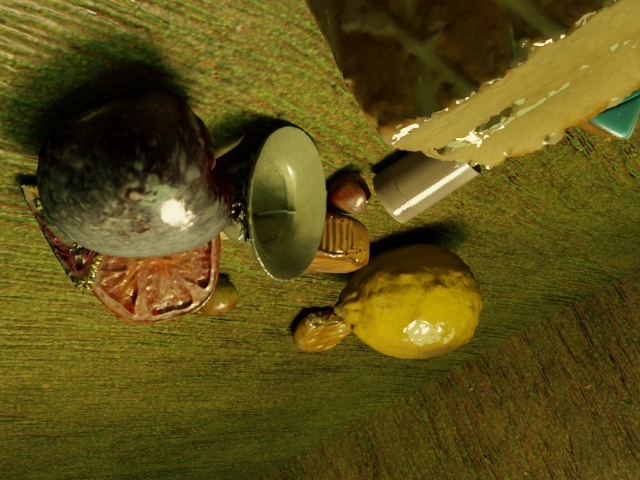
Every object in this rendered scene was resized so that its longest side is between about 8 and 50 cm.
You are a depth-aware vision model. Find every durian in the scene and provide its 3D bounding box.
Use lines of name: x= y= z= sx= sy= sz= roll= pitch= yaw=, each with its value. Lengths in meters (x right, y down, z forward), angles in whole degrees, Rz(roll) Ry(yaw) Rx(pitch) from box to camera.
durian: x=-0.369 y=-0.023 z=1.442 sx=0.108 sy=0.187 sz=0.119 roll=-30 pitch=-174 yaw=-10

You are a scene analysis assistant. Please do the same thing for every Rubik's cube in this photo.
Rubik's cube: x=0.467 y=-0.280 z=1.530 sx=0.254 sy=0.255 sz=0.254 roll=-19 pitch=157 yaw=-8

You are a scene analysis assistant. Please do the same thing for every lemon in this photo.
lemon: x=0.209 y=0.138 z=2.147 sx=0.316 sy=0.285 sz=0.285 roll=23 pitch=151 yaw=3

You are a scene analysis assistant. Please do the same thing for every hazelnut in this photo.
hazelnut: x=0.056 y=-0.086 z=1.755 sx=0.086 sy=0.086 sz=0.086 roll=-19 pitch=157 yaw=-8

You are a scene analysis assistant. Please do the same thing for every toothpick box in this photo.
toothpick box: x=0.198 y=-0.122 z=1.762 sx=0.180 sy=0.111 sz=0.111 roll=-34 pitch=155 yaw=23

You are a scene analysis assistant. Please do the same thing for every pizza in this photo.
pizza: x=0.020 y=0.223 z=2.423 sx=0.197 sy=0.058 sz=0.292 roll=-25 pitch=159 yaw=4

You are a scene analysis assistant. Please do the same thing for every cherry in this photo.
cherry: x=-0.245 y=-0.090 z=1.304 sx=0.296 sy=0.218 sz=0.255 roll=-13 pitch=157 yaw=7

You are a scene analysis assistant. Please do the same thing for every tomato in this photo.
tomato: x=-0.274 y=0.020 z=1.558 sx=0.236 sy=0.237 sz=0.095 roll=-24 pitch=-166 yaw=3

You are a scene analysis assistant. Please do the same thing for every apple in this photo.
apple: x=-0.217 y=0.119 z=1.959 sx=0.089 sy=0.075 sz=0.089 roll=-20 pitch=159 yaw=-8

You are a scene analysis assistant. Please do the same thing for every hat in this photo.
hat: x=-0.103 y=-0.061 z=1.560 sx=0.130 sy=0.257 sz=0.257 roll=2 pitch=169 yaw=28

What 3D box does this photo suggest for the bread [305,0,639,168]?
bread: x=0.177 y=-0.313 z=1.004 sx=0.371 sy=0.390 sz=0.279 roll=-31 pitch=164 yaw=15

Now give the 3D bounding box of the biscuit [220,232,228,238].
biscuit: x=-0.209 y=-0.027 z=1.677 sx=0.188 sy=0.052 sz=0.056 roll=0 pitch=161 yaw=-40

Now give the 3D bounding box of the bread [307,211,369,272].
bread: x=0.001 y=0.000 z=1.809 sx=0.199 sy=0.104 sz=0.199 roll=2 pitch=170 yaw=0
